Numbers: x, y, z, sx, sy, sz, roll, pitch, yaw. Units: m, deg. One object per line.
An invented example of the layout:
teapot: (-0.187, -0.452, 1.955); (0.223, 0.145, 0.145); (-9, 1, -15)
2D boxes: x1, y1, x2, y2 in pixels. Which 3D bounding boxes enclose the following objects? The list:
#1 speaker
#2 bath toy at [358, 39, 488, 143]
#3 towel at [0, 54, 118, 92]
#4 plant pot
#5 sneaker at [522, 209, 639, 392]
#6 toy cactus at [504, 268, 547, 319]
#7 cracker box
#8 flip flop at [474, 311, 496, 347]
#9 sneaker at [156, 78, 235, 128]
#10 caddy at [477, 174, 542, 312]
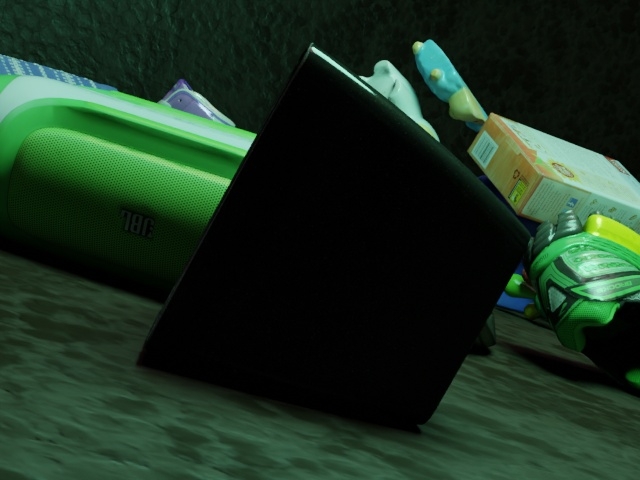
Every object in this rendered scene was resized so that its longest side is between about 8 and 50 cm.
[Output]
speaker: (-0.116, -0.029, 0.939); (0.297, 0.131, 0.131); (17, 5, 6)
bath toy: (0.044, -0.112, 1.679); (0.129, 0.348, 0.151); (45, 22, -46)
towel: (-0.317, -0.121, 1.379); (0.336, 0.040, 0.243); (11, 34, -45)
plant pot: (0.017, 0.007, 0.770); (0.167, 0.187, 0.188); (28, 4, -4)
sneaker: (0.341, 0.107, 1.217); (0.344, 0.134, 0.146); (22, 39, -20)
toy cactus: (0.330, 0.081, 1.518); (0.219, 0.112, 0.180); (26, 15, 0)
cracker box: (0.319, -0.068, 1.621); (0.232, 0.067, 0.155); (16, 26, -29)
flip flop: (0.106, 0.036, 1.215); (0.080, 0.112, 0.277); (-10, 12, -9)
sneaker: (-0.263, -0.173, 1.898); (0.282, 0.161, 0.102); (16, 6, 3)
caddy: (0.258, -0.010, 1.744); (0.241, 0.179, 0.341); (19, 5, 36)
